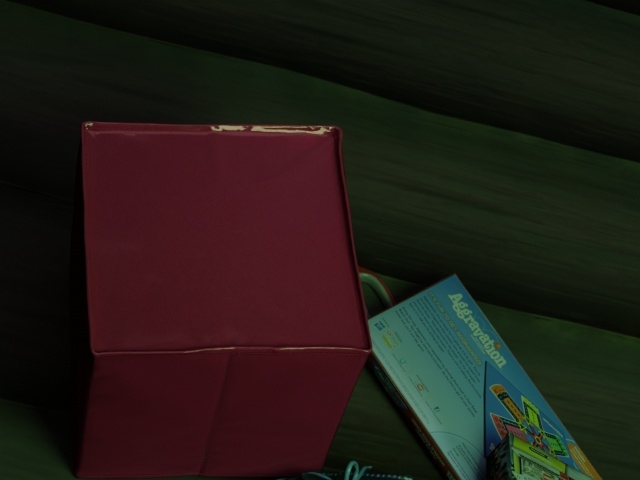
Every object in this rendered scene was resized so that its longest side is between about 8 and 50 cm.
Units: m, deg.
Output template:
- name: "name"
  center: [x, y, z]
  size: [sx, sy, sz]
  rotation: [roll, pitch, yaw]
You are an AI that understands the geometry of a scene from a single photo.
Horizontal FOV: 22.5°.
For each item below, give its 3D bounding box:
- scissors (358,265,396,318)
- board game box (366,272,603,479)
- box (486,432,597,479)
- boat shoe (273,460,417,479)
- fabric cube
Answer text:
- name: "scissors"
  center: [0.000, 0.000, 1.778]
  size: [0.109, 0.021, 0.297]
  rotation: [-11, 60, -20]
- name: "board game box"
  center: [0.164, 0.178, 1.691]
  size: [0.145, 0.027, 0.281]
  rotation: [-26, 72, -28]
- name: "box"
  center: [0.270, 0.301, 1.576]
  size: [0.233, 0.044, 0.159]
  rotation: [30, 29, -11]
- name: "boat shoe"
  center: [-0.007, 0.274, 1.548]
  size: [0.258, 0.089, 0.109]
  rotation: [-12, 62, -23]
- name: "fabric cube"
  center: [-0.107, 0.061, 1.546]
  size: [0.259, 0.258, 0.254]
  rotation: [1, 56, -12]
